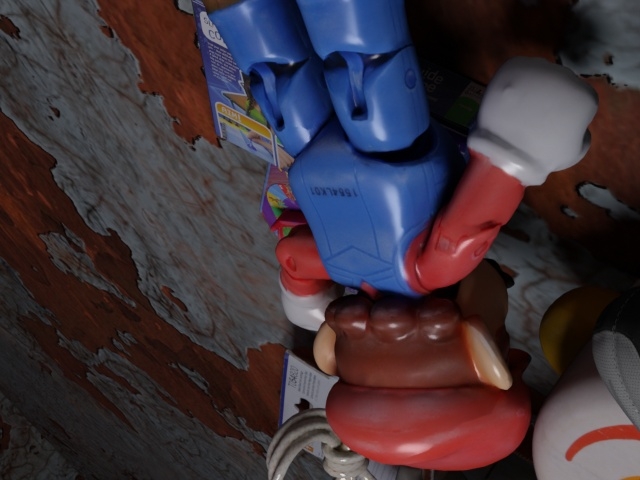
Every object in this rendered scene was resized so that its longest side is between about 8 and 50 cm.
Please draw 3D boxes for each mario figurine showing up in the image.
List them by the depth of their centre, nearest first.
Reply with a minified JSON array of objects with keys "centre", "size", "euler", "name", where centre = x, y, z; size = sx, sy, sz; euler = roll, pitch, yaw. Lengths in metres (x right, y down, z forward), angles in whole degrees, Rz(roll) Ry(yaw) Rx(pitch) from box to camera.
[{"centre":[0.050,-0.020,0.558],"size":[0.198,0.170,0.321],"euler":[-130,22,-69],"name":"mario figurine"}]

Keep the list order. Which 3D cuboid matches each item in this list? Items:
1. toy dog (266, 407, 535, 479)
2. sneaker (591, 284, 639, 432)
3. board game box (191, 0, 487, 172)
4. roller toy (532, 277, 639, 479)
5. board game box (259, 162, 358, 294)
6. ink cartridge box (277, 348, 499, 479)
[{"centre":[0.116,0.233,0.792],"size":[0.161,0.220,0.334],"euler":[29,151,45],"name":"toy dog"},{"centre":[0.218,0.099,0.393],"size":[0.271,0.100,0.108],"euler":[41,170,-15],"name":"sneaker"},{"centre":[0.012,-0.081,0.648],"size":[0.201,0.035,0.136],"euler":[29,152,19],"name":"board game box"},{"centre":[0.228,0.110,0.548],"size":[0.209,0.146,0.191],"euler":[-10,116,50],"name":"roller toy"},{"centre":[0.000,0.000,0.792],"size":[0.133,0.033,0.169],"euler":[35,153,8],"name":"board game box"},{"centre":[0.061,0.204,1.015],"size":[0.224,0.045,0.223],"euler":[32,151,14],"name":"ink cartridge box"}]
